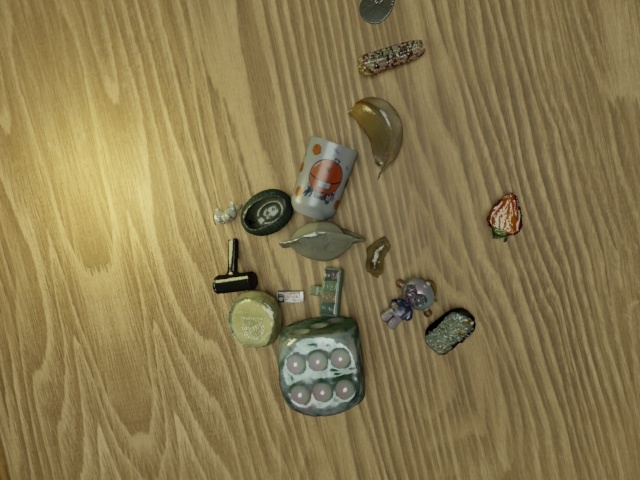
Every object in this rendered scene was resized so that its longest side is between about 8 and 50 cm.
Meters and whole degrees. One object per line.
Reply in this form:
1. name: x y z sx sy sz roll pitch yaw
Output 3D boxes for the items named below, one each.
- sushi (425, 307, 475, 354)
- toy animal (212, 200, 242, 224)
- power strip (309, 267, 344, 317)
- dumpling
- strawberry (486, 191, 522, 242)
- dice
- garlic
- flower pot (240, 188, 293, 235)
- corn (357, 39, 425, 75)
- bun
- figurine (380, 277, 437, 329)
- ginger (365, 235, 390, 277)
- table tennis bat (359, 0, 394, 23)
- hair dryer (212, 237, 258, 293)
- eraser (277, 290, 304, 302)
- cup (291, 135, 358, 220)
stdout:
1. sushi: 0.554 0.383 1.853 0.225 0.126 0.136 -44 88 11
2. toy animal: -0.423 -0.119 1.973 0.125 0.071 0.085 -15 77 17
3. power strip: 0.027 0.229 1.934 0.145 0.061 0.215 3 80 27
4. dumpling: 0.003 0.001 1.827 0.342 0.260 0.181 20 90 14
5. strawberry: 0.764 -0.093 1.801 0.141 0.085 0.192 -18 87 17
6. dice: 0.010 0.517 1.830 0.328 0.348 0.329 -7 95 7
7. garlic: 0.263 -0.449 1.834 0.196 0.151 0.338 -20 100 36
8. flower pot: -0.233 -0.122 1.902 0.243 0.157 0.189 -29 89 10
9. corn: 0.291 -0.767 1.809 0.281 0.092 0.092 -18 92 5
10. bun: -0.287 0.345 1.953 0.260 0.152 0.259 3 99 20
11. figurine: 0.371 0.262 1.873 0.275 0.133 0.193 -24 80 23
12. ginger: 0.248 0.071 1.896 0.096 0.069 0.189 9 96 -15
13. table tennis bat: 0.262 -1.026 1.823 0.131 0.022 0.234 38 101 4
14. hair dryer: -0.393 0.111 1.973 0.197 0.089 0.251 -8 82 23
15. eraser: -0.136 0.256 1.985 0.122 0.029 0.052 -1 95 9
16. cup: 0.008 -0.254 1.832 0.213 0.212 0.317 20 99 6
